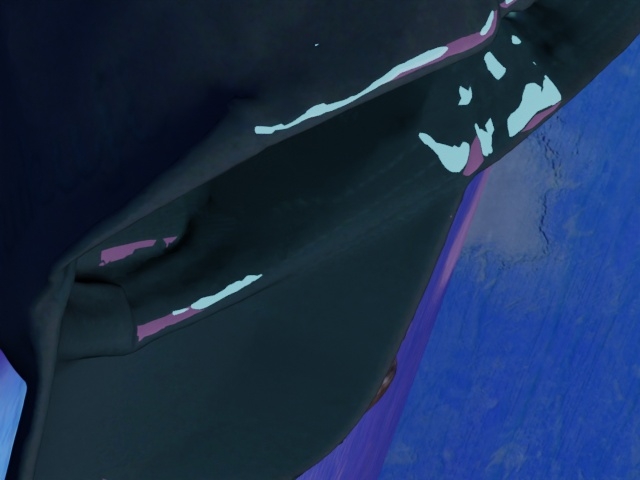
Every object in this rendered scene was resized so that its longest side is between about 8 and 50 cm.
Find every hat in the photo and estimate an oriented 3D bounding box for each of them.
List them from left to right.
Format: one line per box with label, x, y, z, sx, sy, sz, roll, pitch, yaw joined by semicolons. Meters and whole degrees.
hat;-0.055;-0.049;0.550;0.238;0.209;0.336;-16;149;-53

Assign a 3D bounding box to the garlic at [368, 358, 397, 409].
garlic;0.006;0.134;1.532;0.128;0.090;0.198;-48;170;-21
